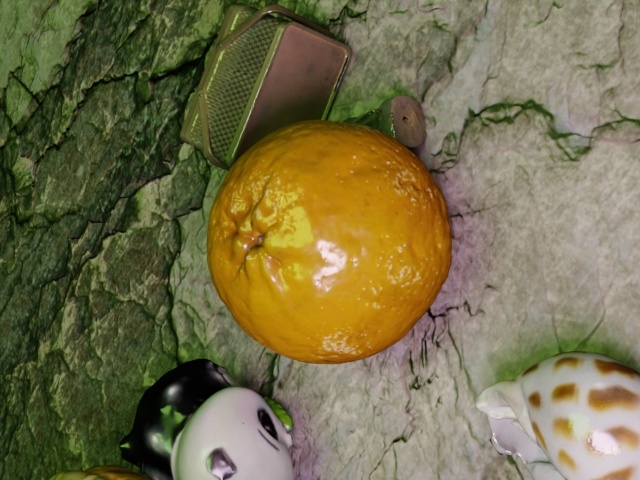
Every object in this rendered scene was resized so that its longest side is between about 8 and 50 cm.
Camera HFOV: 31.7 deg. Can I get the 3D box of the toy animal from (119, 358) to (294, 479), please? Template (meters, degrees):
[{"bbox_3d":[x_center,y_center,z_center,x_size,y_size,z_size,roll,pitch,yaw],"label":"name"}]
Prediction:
[{"bbox_3d":[-0.143,0.300,1.664,0.267,0.213,0.212,22,96,43],"label":"toy animal"}]

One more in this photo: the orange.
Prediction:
[{"bbox_3d":[0.000,0.000,1.519,0.341,0.293,0.340,-6,81,40],"label":"orange"}]

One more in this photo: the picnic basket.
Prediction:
[{"bbox_3d":[-0.085,-0.228,1.761,0.139,0.165,0.266,30,101,43],"label":"picnic basket"}]

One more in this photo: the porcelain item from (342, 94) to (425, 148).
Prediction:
[{"bbox_3d":[0.055,-0.151,1.680,0.216,0.069,0.081,-17,73,47],"label":"porcelain item"}]

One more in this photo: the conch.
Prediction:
[{"bbox_3d":[0.312,0.213,1.261,0.149,0.182,0.275,-42,46,-14],"label":"conch"}]

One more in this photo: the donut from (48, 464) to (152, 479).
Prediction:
[{"bbox_3d":[-0.252,0.513,1.626,0.449,0.198,0.449,33,143,29],"label":"donut"}]
